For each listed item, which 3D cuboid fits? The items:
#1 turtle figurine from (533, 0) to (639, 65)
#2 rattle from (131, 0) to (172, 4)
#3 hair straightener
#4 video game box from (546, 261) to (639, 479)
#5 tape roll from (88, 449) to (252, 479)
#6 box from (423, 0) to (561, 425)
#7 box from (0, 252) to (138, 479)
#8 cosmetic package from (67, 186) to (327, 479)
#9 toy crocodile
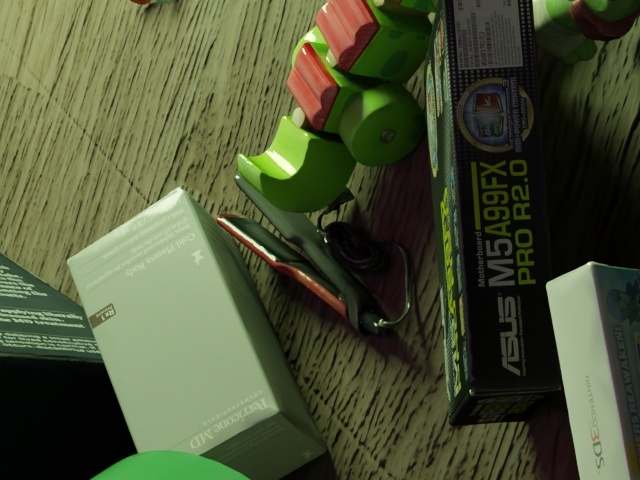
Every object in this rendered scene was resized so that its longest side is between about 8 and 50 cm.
[{"bbox_3d":[0.256,-0.173,1.249,0.266,0.275,0.198,-164,59,-70],"label":"turtle figurine"},{"bbox_3d":[-0.174,-0.317,1.769,0.130,0.143,0.199,33,104,28],"label":"rattle"},{"bbox_3d":[0.000,0.000,1.572,0.230,0.047,0.089,42,116,45],"label":"hair straightener"},{"bbox_3d":[0.228,0.122,1.166,0.048,0.187,0.205,-27,63,45],"label":"video game box"},{"bbox_3d":[-0.092,0.319,1.499,0.321,0.077,0.321,19,124,32],"label":"tape roll"},{"bbox_3d":[0.111,-0.018,1.330,0.216,0.060,0.270,94,173,-80],"label":"box"},{"bbox_3d":[-0.415,0.251,1.849,0.472,0.297,0.480,27,105,51],"label":"box"},{"bbox_3d":[-0.103,0.093,1.611,0.127,0.107,0.238,-33,53,8],"label":"cosmetic package"},{"bbox_3d":[0.048,-0.167,1.494,0.340,0.105,0.115,-57,46,27],"label":"toy crocodile"}]
